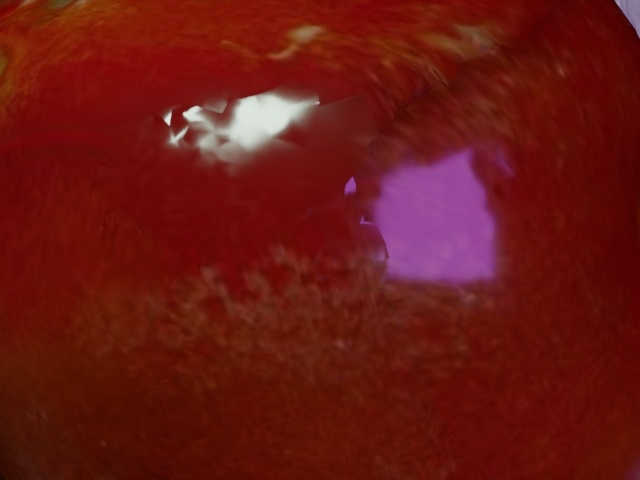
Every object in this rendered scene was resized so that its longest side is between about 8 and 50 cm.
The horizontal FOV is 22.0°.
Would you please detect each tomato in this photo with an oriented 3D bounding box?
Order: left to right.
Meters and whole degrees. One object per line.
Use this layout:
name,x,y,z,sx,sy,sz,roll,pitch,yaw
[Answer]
tomato,0.000,0.000,0.696,0.325,0.290,0.293,-43,121,-50
